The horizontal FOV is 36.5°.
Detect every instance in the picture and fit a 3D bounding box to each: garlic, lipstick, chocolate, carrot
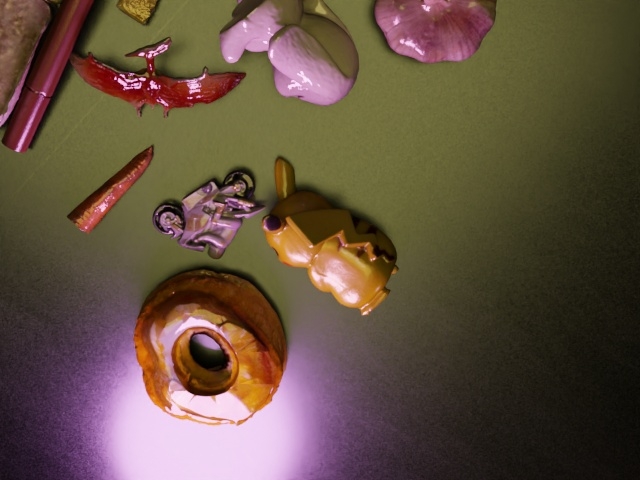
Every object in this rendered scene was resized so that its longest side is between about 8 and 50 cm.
[{"bbox_3d":[0.220,-0.461,1.826,0.245,0.253,0.245,0,94,4],"label":"garlic"},{"bbox_3d":[-0.527,-0.336,1.885,0.057,0.057,0.356,27,107,-7],"label":"lipstick"},{"bbox_3d":[-0.646,-0.354,1.880,0.185,0.100,0.303,25,93,-1],"label":"chocolate"},{"bbox_3d":[-0.413,-0.107,1.968,0.224,0.057,0.057,-44,99,0],"label":"carrot"}]

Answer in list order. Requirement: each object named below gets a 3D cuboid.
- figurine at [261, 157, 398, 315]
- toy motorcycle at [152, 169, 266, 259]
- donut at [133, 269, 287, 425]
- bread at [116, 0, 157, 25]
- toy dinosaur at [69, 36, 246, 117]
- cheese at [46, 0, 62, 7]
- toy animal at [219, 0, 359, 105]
[{"bbox_3d":[0.006,0.004,1.930,0.327,0.218,0.169,29,122,-4],"label":"figurine"},{"bbox_3d":[-0.218,-0.040,1.972,0.225,0.073,0.152,-25,102,4],"label":"toy motorcycle"},{"bbox_3d":[-0.231,0.230,1.978,0.330,0.160,0.330,1,104,5],"label":"donut"},{"bbox_3d":[-0.353,-0.472,1.905,0.070,0.035,0.083,30,91,-8],"label":"bread"},{"bbox_3d":[-0.335,-0.328,1.898,0.327,0.113,0.206,-9,140,19],"label":"toy dinosaur"},{"bbox_3d":[-0.495,-0.546,1.854,0.123,0.094,0.167,42,96,-7],"label":"cheese"},{"bbox_3d":[-0.035,-0.372,1.847,0.206,0.271,0.265,-31,115,29],"label":"toy animal"}]
